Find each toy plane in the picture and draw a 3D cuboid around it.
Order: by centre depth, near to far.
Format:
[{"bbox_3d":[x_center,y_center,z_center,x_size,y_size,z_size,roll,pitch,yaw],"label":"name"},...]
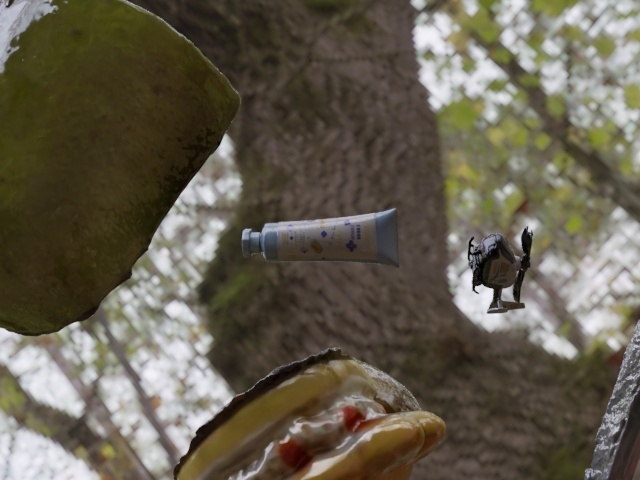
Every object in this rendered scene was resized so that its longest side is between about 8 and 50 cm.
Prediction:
[{"bbox_3d":[0.229,0.044,2.182,0.078,0.053,0.197,-6,-34,0],"label":"toy plane"}]

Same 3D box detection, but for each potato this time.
[{"bbox_3d":[-0.294,-0.075,1.640,0.213,0.330,0.280,49,-133,-40],"label":"potato"}]

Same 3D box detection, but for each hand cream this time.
[{"bbox_3d":[0.000,0.000,1.859,0.043,0.171,0.065,-5,-87,-81],"label":"hand cream"}]

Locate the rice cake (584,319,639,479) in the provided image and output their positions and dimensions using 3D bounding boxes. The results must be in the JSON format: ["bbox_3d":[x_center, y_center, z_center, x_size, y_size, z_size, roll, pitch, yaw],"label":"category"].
[{"bbox_3d":[0.345,0.136,1.786,0.055,0.049,0.269,20,-87,-35],"label":"rice cake"}]

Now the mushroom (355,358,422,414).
[{"bbox_3d":[0.005,0.279,2.316,0.233,0.208,0.301,5,-37,-15],"label":"mushroom"}]

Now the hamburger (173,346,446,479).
[{"bbox_3d":[-0.002,0.260,1.941,0.303,0.186,0.261,-44,-23,14],"label":"hamburger"}]
